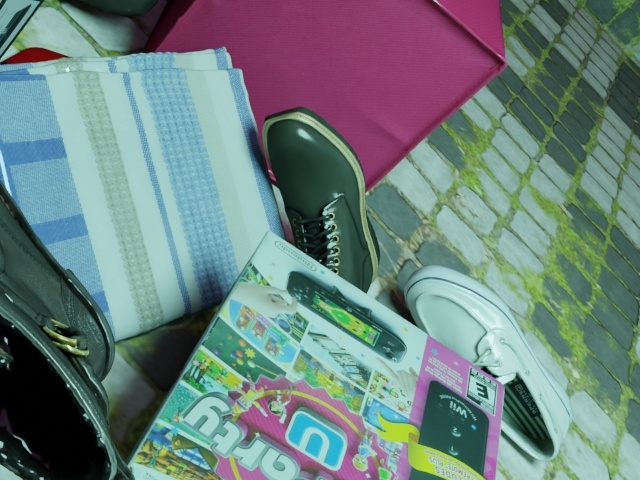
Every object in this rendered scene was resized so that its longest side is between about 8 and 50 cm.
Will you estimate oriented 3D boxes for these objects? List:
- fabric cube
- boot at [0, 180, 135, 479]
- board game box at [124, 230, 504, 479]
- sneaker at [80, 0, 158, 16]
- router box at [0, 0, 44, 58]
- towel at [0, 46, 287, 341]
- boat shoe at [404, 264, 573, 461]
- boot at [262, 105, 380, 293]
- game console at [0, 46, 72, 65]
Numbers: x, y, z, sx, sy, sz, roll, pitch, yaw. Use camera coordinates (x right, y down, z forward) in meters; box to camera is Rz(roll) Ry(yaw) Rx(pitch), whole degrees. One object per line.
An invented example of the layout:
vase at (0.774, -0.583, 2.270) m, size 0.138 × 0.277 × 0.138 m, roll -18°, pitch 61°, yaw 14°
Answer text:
fabric cube at (0.006, -0.228, 0.924) m, size 0.254 × 0.259 × 0.258 m, roll 35°, pitch 36°, yaw -21°
boot at (-0.189, 0.015, 0.470) m, size 0.263 × 0.091 × 0.229 m, roll 43°, pitch -6°, yaw -10°
board game box at (-0.003, 0.154, 0.594) m, size 0.224 × 0.097 × 0.303 m, roll 33°, pitch 33°, yaw -5°
sneaker at (-0.248, -0.300, 0.787) m, size 0.286 × 0.109 × 0.130 m, roll 44°, pitch 8°, yaw -23°
router box at (-0.373, -0.265, 0.640) m, size 0.309 × 0.081 × 0.243 m, roll 52°, pitch 25°, yaw 12°
towel at (-0.132, -0.041, 0.708) m, size 0.285 × 0.034 × 0.209 m, roll -21°, pitch 96°, yaw -55°
boat shoe at (0.167, 0.119, 0.899) m, size 0.226 × 0.083 × 0.076 m, roll 43°, pitch 31°, yaw -9°
boot at (0.000, 0.000, 0.785) m, size 0.198 × 0.077 × 0.137 m, roll 60°, pitch 27°, yaw -33°
game console at (-0.210, -0.086, 0.739) m, size 0.144 × 0.085 × 0.124 m, roll -58°, pitch 135°, yaw -57°
